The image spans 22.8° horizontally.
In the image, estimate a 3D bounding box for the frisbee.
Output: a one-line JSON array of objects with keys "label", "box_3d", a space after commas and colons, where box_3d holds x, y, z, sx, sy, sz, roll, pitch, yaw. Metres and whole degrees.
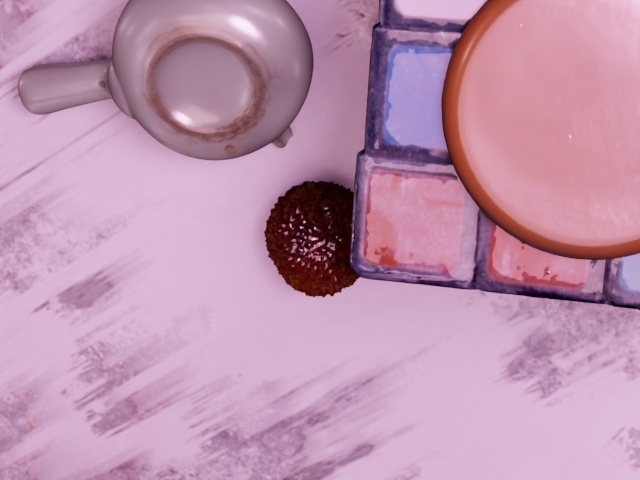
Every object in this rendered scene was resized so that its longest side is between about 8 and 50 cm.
[{"label": "frisbee", "box_3d": [0.223, -0.106, 1.294, 0.250, 0.021, 0.251, 2, 100, 9]}]

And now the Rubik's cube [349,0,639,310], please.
[{"label": "Rubik's cube", "box_3d": [0.228, -0.146, 1.475, 0.362, 0.363, 0.359, 8, 101, 10]}]

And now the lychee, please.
[{"label": "lychee", "box_3d": [-0.002, 0.002, 1.724, 0.123, 0.123, 0.129, 22, 123, -2]}]

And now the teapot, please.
[{"label": "teapot", "box_3d": [-0.164, -0.192, 1.643, 0.318, 0.149, 0.220, 9, 122, 2]}]
